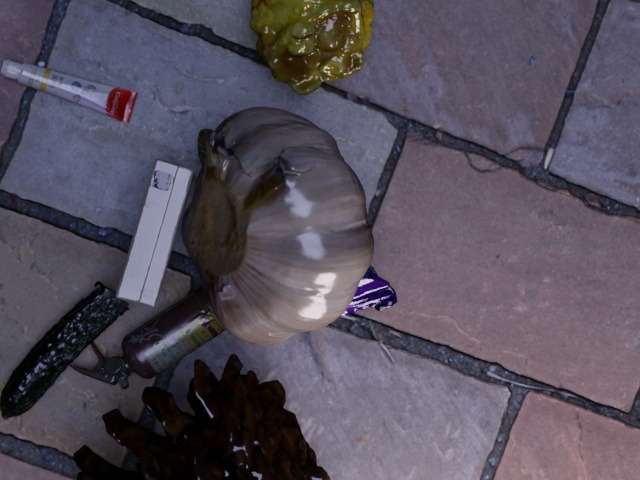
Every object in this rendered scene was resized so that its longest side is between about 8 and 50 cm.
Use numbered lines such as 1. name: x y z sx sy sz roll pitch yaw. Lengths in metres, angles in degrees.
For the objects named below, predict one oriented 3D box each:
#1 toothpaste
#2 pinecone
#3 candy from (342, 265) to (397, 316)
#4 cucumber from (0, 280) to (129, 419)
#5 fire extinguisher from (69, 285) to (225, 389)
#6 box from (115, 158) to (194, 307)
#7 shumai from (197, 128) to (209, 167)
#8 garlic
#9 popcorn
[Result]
1. toothpaste: -0.360 -0.219 1.489 0.190 0.031 0.048 17 87 -15
2. pinecone: -0.163 0.361 1.404 0.397 0.398 0.398 -1 94 -12
3. candy: 0.000 0.000 1.561 0.145 0.070 0.275 -24 99 1
4. cucumber: -0.377 0.157 1.489 0.245 0.067 0.067 -44 101 2
5. fire extinguisher: -0.244 0.143 1.529 0.252 0.106 0.075 -33 138 -6
6. box: -0.232 -0.012 1.473 0.058 0.141 0.201 17 89 -8
7. shumai: -0.156 -0.114 1.520 0.083 0.082 0.080 33 97 28
8. garlic: -0.059 -0.015 1.396 0.241 0.322 0.322 0 94 -13
9. popcorn: -0.011 -0.316 1.476 0.197 0.155 0.198 0 123 0
